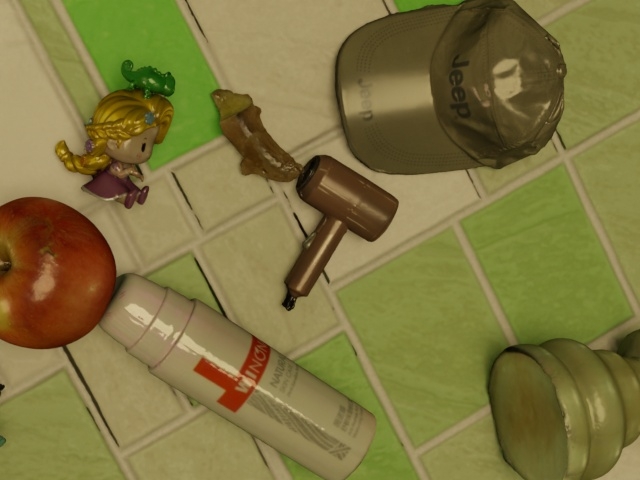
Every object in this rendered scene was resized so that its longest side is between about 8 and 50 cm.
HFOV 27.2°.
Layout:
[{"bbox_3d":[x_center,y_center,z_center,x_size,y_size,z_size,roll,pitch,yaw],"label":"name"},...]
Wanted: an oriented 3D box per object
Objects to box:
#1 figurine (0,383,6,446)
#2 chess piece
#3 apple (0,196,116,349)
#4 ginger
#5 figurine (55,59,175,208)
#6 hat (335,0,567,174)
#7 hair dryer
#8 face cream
[{"bbox_3d":[-0.428,0.256,1.424,0.137,0.110,0.246,21,82,-13],"label":"figurine"},{"bbox_3d":[0.391,0.182,1.626,0.330,0.182,0.182,-13,96,-21],"label":"chess piece"},{"bbox_3d":[-0.301,0.037,1.425,0.139,0.163,0.163,22,85,-55],"label":"apple"},{"bbox_3d":[-0.079,-0.119,1.536,0.057,0.044,0.137,-44,105,-28],"label":"ginger"},{"bbox_3d":[-0.229,-0.127,1.472,0.115,0.095,0.156,21,105,5],"label":"figurine"},{"bbox_3d":[0.155,-0.176,1.556,0.244,0.149,0.214,-15,96,-25],"label":"hat"},{"bbox_3d":[0.000,0.000,1.556,0.117,0.064,0.182,31,89,-14],"label":"hair dryer"},{"bbox_3d":[-0.098,0.152,1.511,0.345,0.102,0.102,34,83,-16],"label":"face cream"}]
